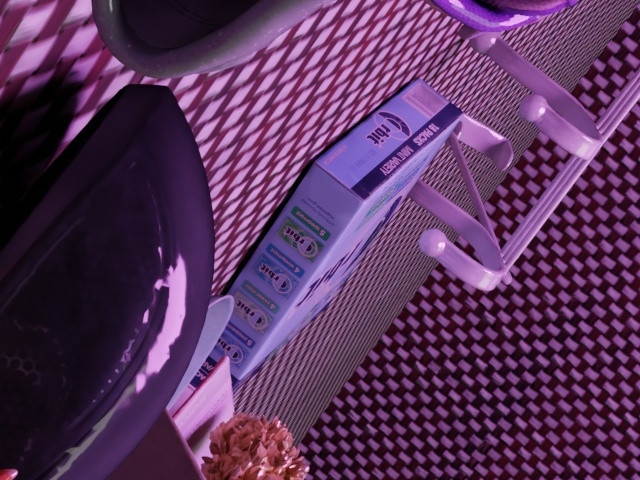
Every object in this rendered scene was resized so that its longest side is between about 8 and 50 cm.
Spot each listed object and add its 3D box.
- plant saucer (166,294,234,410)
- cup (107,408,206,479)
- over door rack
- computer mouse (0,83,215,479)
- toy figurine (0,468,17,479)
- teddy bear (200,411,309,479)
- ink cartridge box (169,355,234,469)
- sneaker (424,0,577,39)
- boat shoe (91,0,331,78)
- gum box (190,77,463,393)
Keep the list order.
[{"bbox_3d":[-0.117,0.091,0.938,0.195,0.037,0.195,-51,174,-8],"label":"plant saucer"},{"bbox_3d":[-0.125,0.242,0.731,0.237,0.331,0.331,-19,166,-12],"label":"cup"},{"bbox_3d":[0.148,-0.124,1.338,0.239,0.108,0.324,-53,-173,18],"label":"over door rack"},{"bbox_3d":[-0.112,0.074,0.586,0.272,0.072,0.188,-52,-171,-11],"label":"computer mouse"},{"bbox_3d":[-0.104,0.081,0.433,0.130,0.159,0.173,-52,174,15],"label":"toy figurine"},{"bbox_3d":[-0.086,0.206,1.088,0.245,0.113,0.338,-53,174,22],"label":"teddy bear"},{"bbox_3d":[-0.159,0.202,1.140,0.296,0.066,0.261,-49,163,-18],"label":"ink cartridge box"},{"bbox_3d":[0.046,-0.110,0.642,0.095,0.104,0.236,-53,174,5],"label":"sneaker"},{"bbox_3d":[0.039,-0.145,0.359,0.103,0.118,0.320,-51,-178,-39],"label":"boat shoe"},{"bbox_3d":[0.000,0.000,1.210,0.184,0.041,0.157,-56,172,34],"label":"gum box"}]
